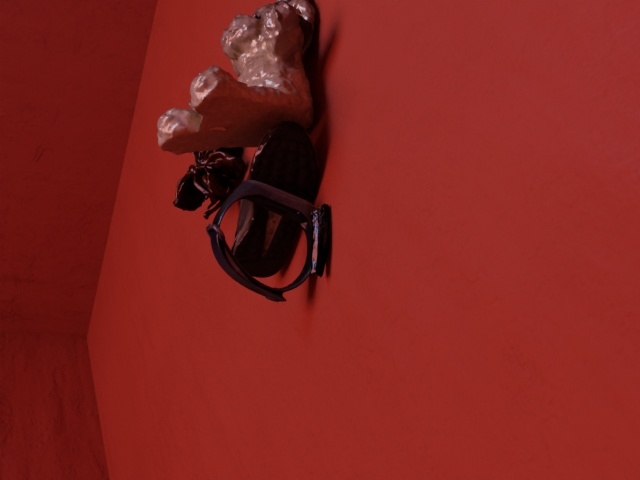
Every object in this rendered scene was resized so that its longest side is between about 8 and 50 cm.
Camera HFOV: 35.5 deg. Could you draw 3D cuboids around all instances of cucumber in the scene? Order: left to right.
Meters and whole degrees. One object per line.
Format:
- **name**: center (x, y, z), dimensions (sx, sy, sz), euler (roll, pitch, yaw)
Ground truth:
- **cucumber**: center (0.002, 0.000, 1.778), dimensions (0.034, 0.033, 0.135), euler (-15, 67, 31)

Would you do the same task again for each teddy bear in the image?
- **teddy bear**: center (-0.160, -0.360, 1.933), dimensions (0.327, 0.375, 0.362), euler (-38, 61, 43)

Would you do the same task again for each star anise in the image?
- **star anise**: center (-0.260, -0.157, 2.349), dimensions (0.190, 0.126, 0.220), euler (22, 80, 40)

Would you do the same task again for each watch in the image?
- **watch**: center (-0.104, -0.001, 1.807), dimensions (0.068, 0.206, 0.193), euler (-17, 53, 69)

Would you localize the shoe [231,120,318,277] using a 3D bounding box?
- **shoe**: center (-0.092, -0.102, 1.945), dimensions (0.171, 0.132, 0.337), euler (-98, 22, -55)
